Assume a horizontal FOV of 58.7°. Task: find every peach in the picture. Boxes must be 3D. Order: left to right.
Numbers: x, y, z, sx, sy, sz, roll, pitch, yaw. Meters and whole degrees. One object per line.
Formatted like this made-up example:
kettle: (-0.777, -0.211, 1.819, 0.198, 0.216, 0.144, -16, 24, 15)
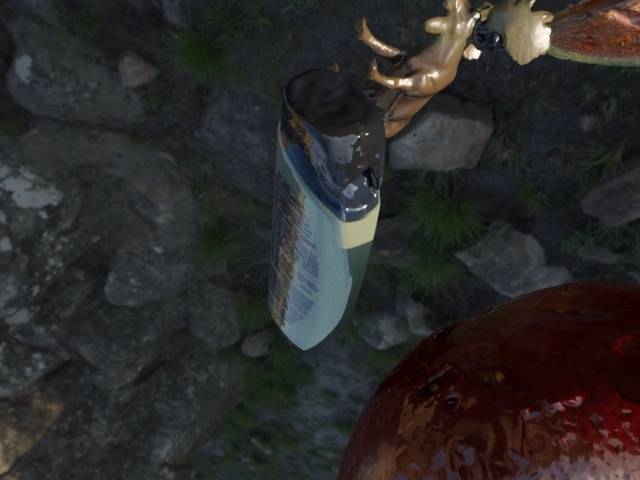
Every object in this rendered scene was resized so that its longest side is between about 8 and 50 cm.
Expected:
peach: (0.197, 0.229, 0.497, 0.353, 0.416, 0.339, 48, 175, 4)

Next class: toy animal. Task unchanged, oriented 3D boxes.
toy animal: (0.113, -0.187, 0.601, 0.186, 0.094, 0.214, 1, 153, -29)

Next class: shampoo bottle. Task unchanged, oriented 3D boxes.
shampoo bottle: (0.000, 0.000, 0.606, 0.134, 0.078, 0.359, 53, 154, 27)

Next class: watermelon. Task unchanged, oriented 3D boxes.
watermelon: (0.408, -0.301, 0.659, 0.159, 0.128, 0.303, 14, 176, -24)
